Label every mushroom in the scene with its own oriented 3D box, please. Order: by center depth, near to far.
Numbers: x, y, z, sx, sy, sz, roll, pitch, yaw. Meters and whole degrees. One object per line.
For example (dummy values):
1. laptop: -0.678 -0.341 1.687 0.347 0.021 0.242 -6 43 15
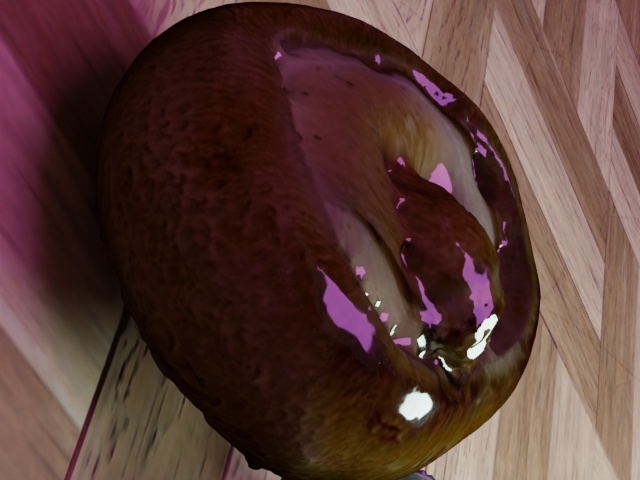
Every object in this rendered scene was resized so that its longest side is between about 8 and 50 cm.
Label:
1. mushroom: 0.000 0.000 0.758 0.253 0.153 0.253 36 36 -32

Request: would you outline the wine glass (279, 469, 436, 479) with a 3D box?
1. wine glass: 0.013 0.229 0.771 0.103 0.103 0.231 53 35 -46
